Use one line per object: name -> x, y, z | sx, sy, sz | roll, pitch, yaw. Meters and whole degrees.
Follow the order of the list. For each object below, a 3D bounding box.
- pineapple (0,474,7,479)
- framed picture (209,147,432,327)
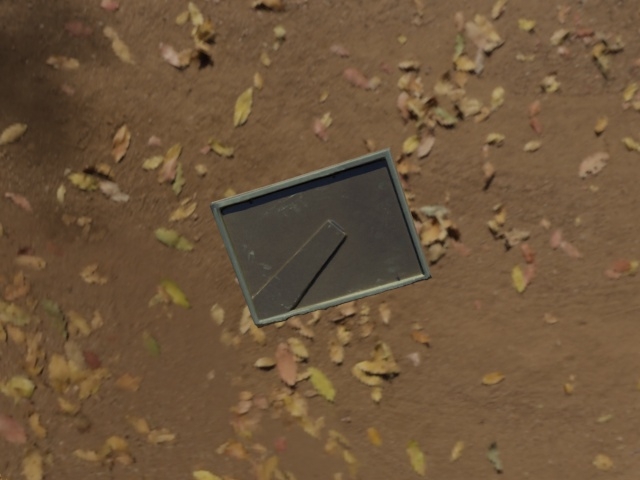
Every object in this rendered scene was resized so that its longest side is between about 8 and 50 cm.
pineapple -> -0.646, 0.433, 1.654 | 0.162, 0.176, 0.136 | -25, 101, -13
framed picture -> 0.000, 0.000, 1.423 | 0.289, 0.016, 0.213 | -17, 102, 12
